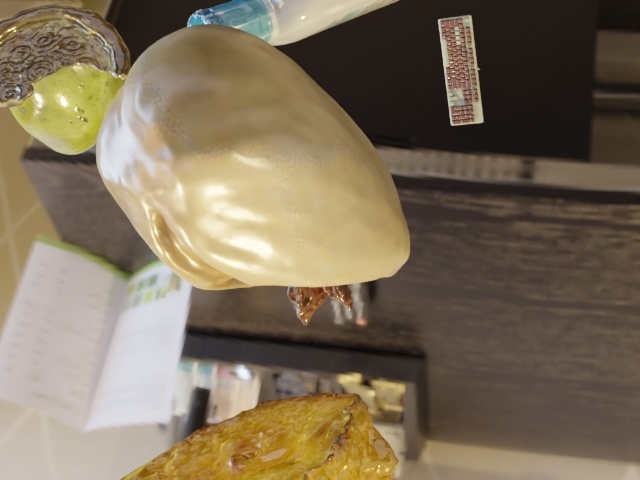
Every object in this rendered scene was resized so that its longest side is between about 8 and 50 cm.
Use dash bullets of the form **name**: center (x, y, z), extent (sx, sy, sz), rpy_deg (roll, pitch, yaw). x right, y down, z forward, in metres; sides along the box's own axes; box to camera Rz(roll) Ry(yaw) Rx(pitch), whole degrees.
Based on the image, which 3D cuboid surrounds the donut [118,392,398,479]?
- **donut**: center (-0.099, 0.317, 0.965), extent (0.378, 0.435, 0.163), rpy_deg (-17, 108, 16)

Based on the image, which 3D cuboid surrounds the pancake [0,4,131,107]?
- **pancake**: center (-0.323, -0.201, 1.344), extent (0.184, 0.190, 0.020), rpy_deg (34, 161, 18)

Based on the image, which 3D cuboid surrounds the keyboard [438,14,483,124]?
- **keyboard**: center (0.218, -0.260, 1.784), extent (0.055, 0.017, 0.165), rpy_deg (-5, 105, 14)

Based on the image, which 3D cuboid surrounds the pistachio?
- **pistachio**: center (-0.036, -0.036, 0.708), extent (0.138, 0.153, 0.238), rpy_deg (9, 157, 42)

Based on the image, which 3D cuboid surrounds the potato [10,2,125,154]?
- **potato**: center (-0.451, -0.284, 2.051), extent (0.216, 0.215, 0.304), rpy_deg (9, 158, 3)

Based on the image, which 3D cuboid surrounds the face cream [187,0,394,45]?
- **face cream**: center (-0.009, -0.290, 1.391), extent (0.163, 0.337, 0.080), rpy_deg (-11, 104, 56)

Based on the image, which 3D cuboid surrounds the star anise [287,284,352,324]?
- **star anise**: center (0.007, 0.000, 1.581), extent (0.111, 0.212, 0.196), rpy_deg (20, 159, -39)
